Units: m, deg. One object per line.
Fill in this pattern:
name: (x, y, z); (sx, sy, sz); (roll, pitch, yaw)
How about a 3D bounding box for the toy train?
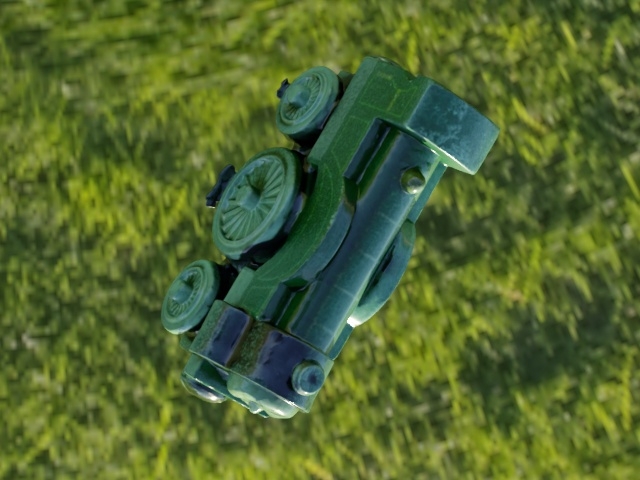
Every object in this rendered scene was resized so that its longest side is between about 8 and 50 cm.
toy train: (0.000, 0.000, 0.862); (0.071, 0.104, 0.178); (33, 86, -34)
